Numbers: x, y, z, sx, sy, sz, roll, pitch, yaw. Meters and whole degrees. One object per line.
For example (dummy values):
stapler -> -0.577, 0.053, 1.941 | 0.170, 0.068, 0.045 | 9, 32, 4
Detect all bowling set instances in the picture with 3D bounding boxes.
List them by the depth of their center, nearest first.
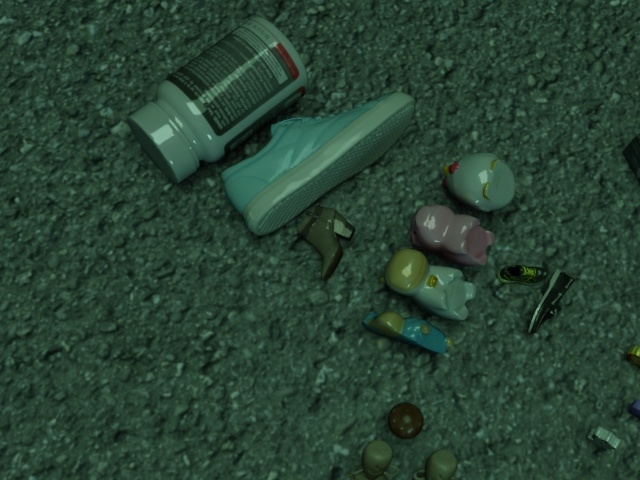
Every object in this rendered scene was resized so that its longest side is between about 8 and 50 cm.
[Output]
bowling set -> 0.130, 0.359, 1.198 | 0.287, 0.154, 0.199 | 13, 52, 4

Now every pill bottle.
pill bottle -> -0.173, -0.235, 1.373 | 0.283, 0.161, 0.161 | -39, 76, -14

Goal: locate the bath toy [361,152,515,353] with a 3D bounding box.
bath toy -> 0.194, 0.005, 1.323 | 0.151, 0.129, 0.348 | 39, 70, -35

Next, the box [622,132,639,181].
box -> 0.722, -0.117, 1.400 | 0.308, 0.076, 0.242 | -19, 72, -8

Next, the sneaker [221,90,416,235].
sneaker -> -0.008, -0.170, 1.371 | 0.366, 0.135, 0.150 | -35, 72, -17

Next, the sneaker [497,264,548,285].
sneaker -> 0.338, 0.056, 1.349 | 0.083, 0.035, 0.031 | -3, 71, -3

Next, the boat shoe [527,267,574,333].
boat shoe -> 0.377, 0.104, 1.330 | 0.038, 0.046, 0.125 | 28, 64, 13

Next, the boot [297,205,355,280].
boot -> 0.000, 0.000, 1.361 | 0.087, 0.042, 0.118 | 25, 70, 14

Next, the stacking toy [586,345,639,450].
stacking toy -> 0.546, 0.292, 1.263 | 0.221, 0.052, 0.167 | 33, 73, 9
